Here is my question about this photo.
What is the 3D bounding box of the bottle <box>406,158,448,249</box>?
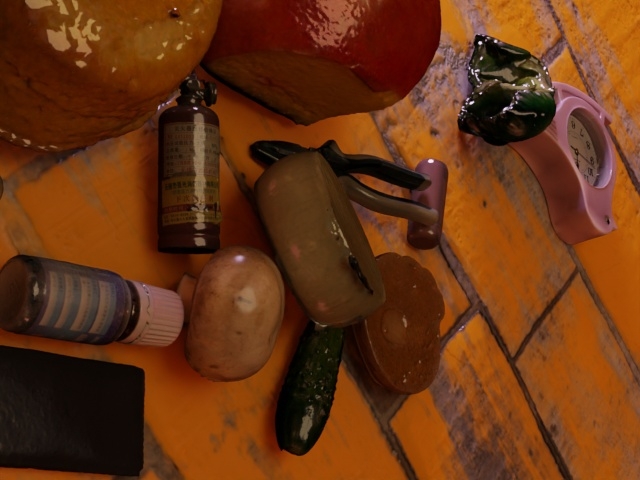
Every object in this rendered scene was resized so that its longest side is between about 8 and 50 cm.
[{"bbox_3d":[0.163,-0.056,1.699,0.053,0.053,0.140,33,54,-36],"label":"bottle"}]

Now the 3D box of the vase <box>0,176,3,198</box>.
[{"bbox_3d":[-0.432,-0.155,0.927,0.329,0.241,0.302,-19,112,-53],"label":"vase"}]

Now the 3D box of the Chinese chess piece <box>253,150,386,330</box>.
[{"bbox_3d":[0.000,0.000,1.400,0.238,0.092,0.237,-24,90,-83],"label":"Chinese chess piece"}]

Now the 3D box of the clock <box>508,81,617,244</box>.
[{"bbox_3d":[0.430,-0.149,2.005,0.290,0.080,0.275,21,62,-41],"label":"clock"}]

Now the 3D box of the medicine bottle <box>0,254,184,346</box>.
[{"bbox_3d":[-0.242,0.069,1.190,0.203,0.083,0.083,13,67,-44],"label":"medicine bottle"}]

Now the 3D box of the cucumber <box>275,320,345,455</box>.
[{"bbox_3d":[-0.010,0.172,1.424,0.069,0.069,0.227,43,45,-29],"label":"cucumber"}]

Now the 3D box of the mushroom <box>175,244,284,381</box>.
[{"bbox_3d":[-0.108,0.085,1.291,0.166,0.127,0.166,6,90,-83],"label":"mushroom"}]

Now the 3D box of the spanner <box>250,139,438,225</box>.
[{"bbox_3d":[0.040,-0.092,1.568,0.325,0.040,0.095,14,52,-36],"label":"spanner"}]

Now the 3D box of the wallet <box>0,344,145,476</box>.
[{"bbox_3d":[-0.281,0.175,1.153,0.244,0.025,0.124,16,65,-43],"label":"wallet"}]

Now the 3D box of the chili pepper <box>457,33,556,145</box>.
[{"bbox_3d":[0.313,-0.232,1.860,0.148,0.116,0.264,17,33,-7],"label":"chili pepper"}]

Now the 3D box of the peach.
[{"bbox_3d":[-0.001,-0.324,1.478,0.306,0.242,0.380,50,46,-30],"label":"peach"}]

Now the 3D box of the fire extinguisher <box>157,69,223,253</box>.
[{"bbox_3d":[-0.168,-0.109,1.340,0.075,0.106,0.252,4,81,-39],"label":"fire extinguisher"}]

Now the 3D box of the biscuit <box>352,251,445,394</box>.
[{"bbox_3d":[0.104,0.117,1.576,0.181,0.049,0.208,30,56,-38],"label":"biscuit"}]

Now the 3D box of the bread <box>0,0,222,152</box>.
[{"bbox_3d":[-0.276,-0.277,1.190,0.358,0.204,0.337,-28,93,-47],"label":"bread"}]
